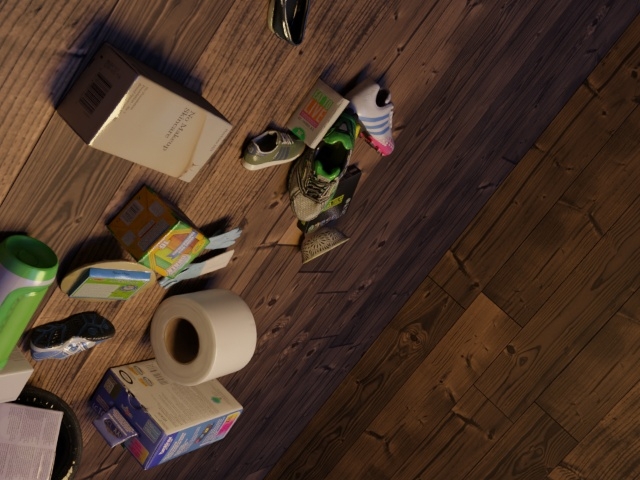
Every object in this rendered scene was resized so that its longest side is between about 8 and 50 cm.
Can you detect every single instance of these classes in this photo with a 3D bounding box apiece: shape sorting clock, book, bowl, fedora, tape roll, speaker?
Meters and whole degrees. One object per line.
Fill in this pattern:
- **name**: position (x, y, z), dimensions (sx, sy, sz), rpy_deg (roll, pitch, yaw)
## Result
- **shape sorting clock**: position (-0.476, 0.090, 1.671), dimensions (0.206, 0.040, 0.206), rpy_deg (-9, 158, -4)
- **book**: position (-0.010, -0.311, 1.819), dimensions (0.144, 0.096, 0.035), rpy_deg (-53, 156, 14)
- **bowl**: position (0.000, 0.000, 2.325), dimensions (0.170, 0.080, 0.170), rpy_deg (-28, 179, 0)
- **fedora**: position (-0.747, 0.501, 1.761), dimensions (0.334, 0.334, 0.152), rpy_deg (-25, -178, -40)
- **tape roll**: position (-0.320, 0.259, 2.029), dimensions (0.169, 0.246, 0.246), rpy_deg (-6, 135, -57)
- **speaker**: position (-0.630, 0.135, 1.460), dimensions (0.296, 0.131, 0.131), rpy_deg (-55, 155, 18)

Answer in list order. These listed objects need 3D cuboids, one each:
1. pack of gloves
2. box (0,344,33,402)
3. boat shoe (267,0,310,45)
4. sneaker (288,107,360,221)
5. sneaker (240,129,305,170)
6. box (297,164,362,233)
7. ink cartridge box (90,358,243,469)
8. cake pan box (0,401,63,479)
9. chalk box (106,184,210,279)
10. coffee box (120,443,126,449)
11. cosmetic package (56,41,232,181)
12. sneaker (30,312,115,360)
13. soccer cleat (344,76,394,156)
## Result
- **pack of gloves**: position (-0.321, 0.035, 1.946), dimensions (0.232, 0.046, 0.195), rpy_deg (-22, 158, -39)
- **box**: position (-0.710, 0.295, 1.629), dimensions (0.102, 0.087, 0.101), rpy_deg (-55, 155, 19)
- **boat shoe**: position (-0.051, -0.501, 1.464), dimensions (0.095, 0.079, 0.254), rpy_deg (-29, 151, -35)
- **sneaker**: position (-0.006, -0.179, 1.929), dimensions (0.146, 0.134, 0.343), rpy_deg (-77, -173, -50)
- **sneaker**: position (-0.105, -0.235, 1.818), dimensions (0.192, 0.064, 0.086), rpy_deg (-25, 154, -34)
- **box**: position (0.027, -0.124, 2.249), dimensions (0.190, 0.045, 0.184), rpy_deg (-27, 152, -39)
- **ink cartridge box**: position (-0.456, 0.478, 2.120), dimensions (0.395, 0.270, 0.151), rpy_deg (0, 126, -59)
- **cake pan box**: position (-0.719, 0.490, 1.637), dimensions (0.245, 0.267, 0.070), rpy_deg (17, 158, -33)
- **chalk box**: position (-0.353, -0.008, 1.684), dimensions (0.132, 0.132, 0.213), rpy_deg (-46, 156, 0)
- **coffee box**: position (-0.578, 0.580, 2.369), dimensions (0.113, 0.040, 0.184), rpy_deg (-25, 150, -41)
- **cosmetic package**: position (-0.321, -0.231, 1.406), dimensions (0.160, 0.113, 0.309), rpy_deg (-51, 155, 10)
- **sneaker**: position (-0.588, 0.230, 1.758), dimensions (0.211, 0.080, 0.081), rpy_deg (-6, 142, -43)
- **soccer cleat**: position (0.160, -0.335, 2.040), dimensions (0.143, 0.116, 0.331), rpy_deg (-48, 156, 5)
